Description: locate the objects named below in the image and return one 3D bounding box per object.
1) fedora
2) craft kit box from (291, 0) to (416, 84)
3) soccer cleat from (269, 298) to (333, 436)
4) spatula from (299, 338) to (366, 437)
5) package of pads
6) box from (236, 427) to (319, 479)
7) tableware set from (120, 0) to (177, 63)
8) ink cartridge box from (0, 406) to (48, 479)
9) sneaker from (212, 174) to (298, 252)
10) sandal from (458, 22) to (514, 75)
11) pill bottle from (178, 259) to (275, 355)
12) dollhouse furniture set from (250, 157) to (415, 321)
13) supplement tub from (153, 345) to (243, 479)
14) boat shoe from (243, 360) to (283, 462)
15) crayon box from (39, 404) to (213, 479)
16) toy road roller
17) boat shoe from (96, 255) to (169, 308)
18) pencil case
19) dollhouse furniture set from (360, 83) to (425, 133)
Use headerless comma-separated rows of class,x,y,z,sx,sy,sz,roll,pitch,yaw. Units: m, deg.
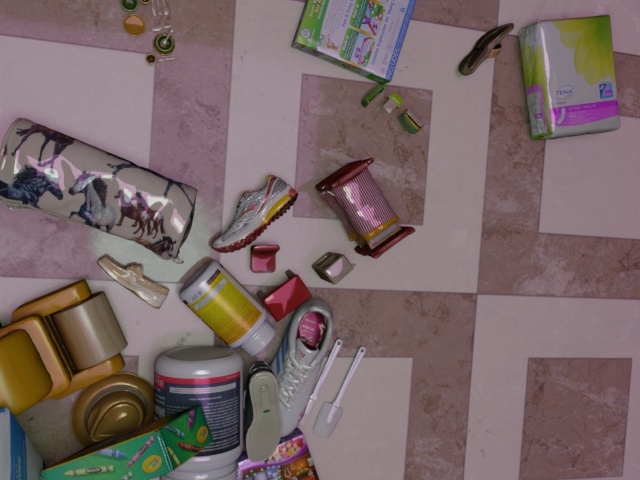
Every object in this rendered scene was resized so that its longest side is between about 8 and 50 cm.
fedora,-0.441,0.384,1.427,0.194,0.079,0.194,-1,93,-16
craft kit box,0.085,-0.526,1.547,0.246,0.061,0.250,19,87,-19
soccer cleat,-0.058,0.288,1.494,0.116,0.143,0.331,18,86,-5
spatula,0.004,0.339,1.589,0.168,0.019,0.242,27,84,-10
package of pads,0.633,-0.413,1.688,0.229,0.101,0.296,-9,95,-17
box,-0.147,0.589,1.535,0.293,0.057,0.201,-21,98,-14
tableware set,-0.373,-0.459,1.432,0.104,0.024,0.154,-12,97,-15
ink cartridge box,-0.656,0.503,1.212,0.285,0.166,0.395,-13,140,-14
sneaker,-0.159,-0.057,1.495,0.225,0.088,0.093,-43,83,-10
sandal,0.414,-0.469,1.640,0.180,0.072,0.049,-50,120,-7
pill bottle,-0.202,0.154,1.465,0.117,0.117,0.215,-45,103,-9
dollhouse furniture set,0.000,0.000,1.497,0.374,0.152,0.201,-37,102,-11
supplement tub,-0.261,0.375,1.421,0.191,0.191,0.272,0,92,-16
boat shoe,-0.132,0.382,1.469,0.084,0.079,0.233,-3,108,-20
crayon box,-0.368,0.415,1.268,0.278,0.165,0.081,-23,86,16
toy road roller,-0.560,0.233,1.300,0.329,0.240,0.202,-24,100,-14
boat shoe,-0.403,0.080,1.435,0.170,0.063,0.059,40,79,-24
pencil case,-0.449,-0.090,1.359,0.410,0.160,0.183,22,96,-16
dollhouse furniture set,0.173,-0.298,1.574,0.152,0.076,0.058,45,78,-3
